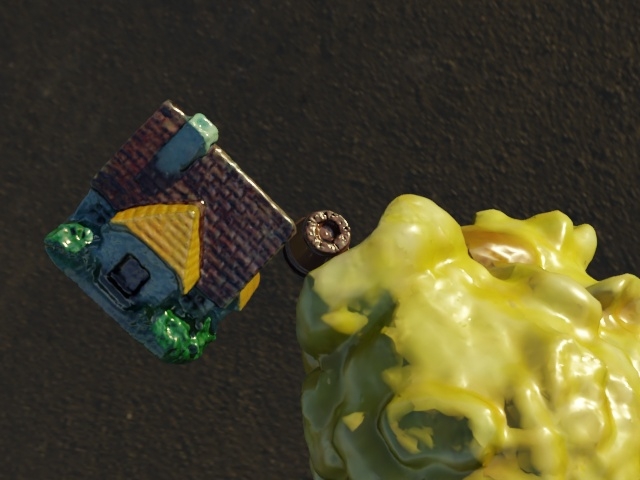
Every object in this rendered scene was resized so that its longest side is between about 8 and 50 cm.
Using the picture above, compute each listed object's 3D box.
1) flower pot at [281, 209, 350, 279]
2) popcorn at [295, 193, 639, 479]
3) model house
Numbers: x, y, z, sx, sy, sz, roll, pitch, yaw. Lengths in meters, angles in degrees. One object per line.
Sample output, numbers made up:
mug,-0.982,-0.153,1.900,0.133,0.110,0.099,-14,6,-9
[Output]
flower pot,0.000,0.000,1.707,0.111,0.089,0.111,4,70,-11
popcorn,0.087,0.076,0.577,0.181,0.235,0.217,-38,91,35
model house,-0.180,-0.020,1.524,0.280,0.230,0.249,44,126,-9
